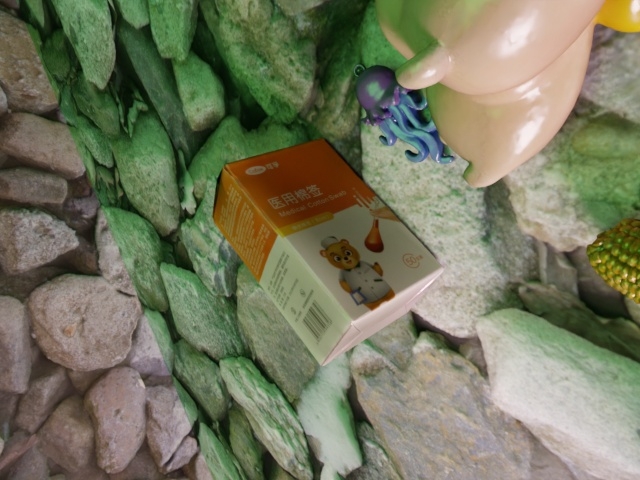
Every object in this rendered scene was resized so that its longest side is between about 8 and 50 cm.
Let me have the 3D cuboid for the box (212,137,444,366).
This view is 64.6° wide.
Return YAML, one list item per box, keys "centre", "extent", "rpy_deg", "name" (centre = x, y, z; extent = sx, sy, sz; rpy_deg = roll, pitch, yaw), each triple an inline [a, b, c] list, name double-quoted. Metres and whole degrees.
- centre: [0.000, 0.000, 0.854]
  extent: [0.341, 0.225, 0.143]
  rpy_deg: [51, 140, 20]
  name: "box"

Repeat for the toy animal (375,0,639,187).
- centre: [0.158, -0.242, 0.530]
  extent: [0.277, 0.247, 0.345]
  rpy_deg: [53, 140, 21]
  name: "toy animal"

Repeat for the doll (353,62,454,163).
- centre: [0.120, -0.187, 0.755]
  extent: [0.206, 0.067, 0.110]
  rpy_deg: [50, 126, 5]
  name: "doll"

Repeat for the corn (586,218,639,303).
- centre: [0.416, 0.066, 0.502]
  extent: [0.293, 0.106, 0.106]
  rpy_deg: [36, 133, 40]
  name: "corn"
